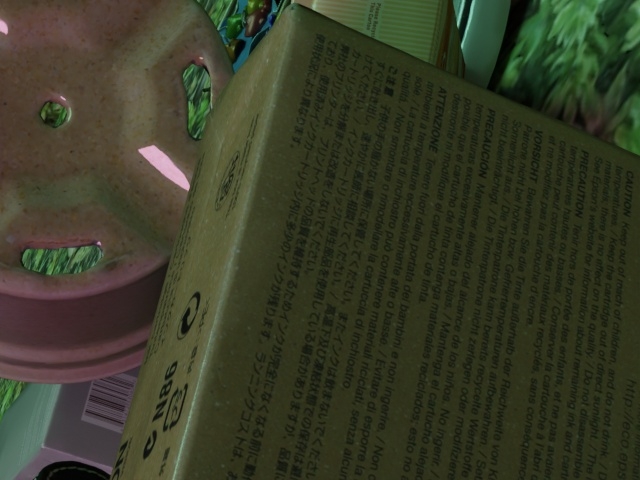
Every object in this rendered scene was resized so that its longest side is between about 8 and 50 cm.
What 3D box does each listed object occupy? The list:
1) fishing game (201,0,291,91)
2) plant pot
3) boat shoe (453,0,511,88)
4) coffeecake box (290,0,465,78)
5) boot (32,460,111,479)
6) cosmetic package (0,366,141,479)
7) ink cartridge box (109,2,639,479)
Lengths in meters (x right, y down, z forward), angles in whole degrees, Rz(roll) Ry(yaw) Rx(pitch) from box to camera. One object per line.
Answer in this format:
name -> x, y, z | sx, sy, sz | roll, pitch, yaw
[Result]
fishing game -> -0.078, -0.239, 1.331 | 0.189, 0.041, 0.264 | -64, 19, 1
plant pot -> -0.185, -0.065, 0.892 | 0.305, 0.333, 0.334 | 154, 137, -78
boat shoe -> 0.014, -0.065, 0.790 | 0.301, 0.102, 0.108 | -62, 20, 16
coffeecake box -> 0.025, -0.047, 0.640 | 0.185, 0.068, 0.142 | 34, -115, -79
boot -> -0.072, 0.162, 0.718 | 0.284, 0.138, 0.377 | -64, 23, 14
cosmetic package -> -0.231, 0.186, 1.180 | 0.238, 0.107, 0.127 | -46, 29, 53
ink cartridge box -> 0.035, 0.062, 0.456 | 0.088, 0.193, 0.235 | -39, 33, 56
